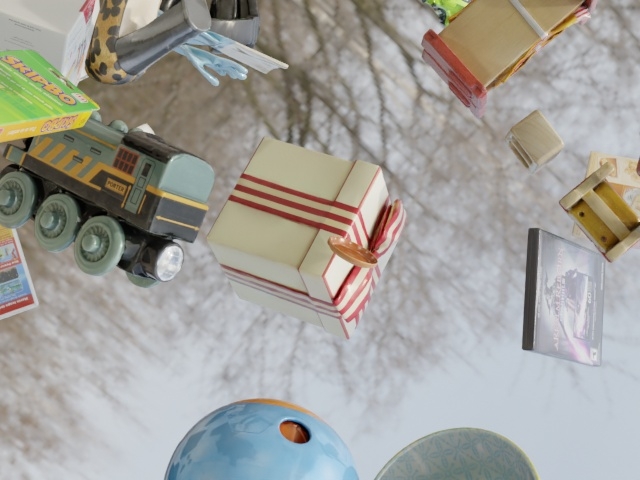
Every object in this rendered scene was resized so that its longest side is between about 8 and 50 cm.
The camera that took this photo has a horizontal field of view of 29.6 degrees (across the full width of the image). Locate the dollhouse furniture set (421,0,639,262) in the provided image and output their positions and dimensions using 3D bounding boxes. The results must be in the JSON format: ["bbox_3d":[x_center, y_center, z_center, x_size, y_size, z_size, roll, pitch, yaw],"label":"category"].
[{"bbox_3d":[0.315,-0.174,1.523,0.201,0.374,0.152,-40,175,2],"label":"dollhouse furniture set"}]

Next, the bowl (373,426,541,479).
[{"bbox_3d":[0.215,0.436,1.782,0.289,0.156,0.289,-20,-137,20],"label":"bowl"}]

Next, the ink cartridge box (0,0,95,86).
[{"bbox_3d":[-0.412,-0.283,1.747,0.128,0.127,0.176,-74,-175,-46],"label":"ink cartridge box"}]

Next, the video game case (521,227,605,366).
[{"bbox_3d":[0.407,0.099,2.004,0.026,0.274,0.196,-2,-101,34],"label":"video game case"}]

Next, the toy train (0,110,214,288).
[{"bbox_3d":[-0.287,-0.066,1.571,0.334,0.142,0.190,25,-88,35],"label":"toy train"}]

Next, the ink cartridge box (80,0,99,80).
[{"bbox_3d":[-0.516,-0.373,1.938,0.306,0.226,0.131,5,-159,14],"label":"ink cartridge box"}]

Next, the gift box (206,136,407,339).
[{"bbox_3d":[0.000,0.000,2.057,0.258,0.276,0.255,18,-110,24],"label":"gift box"}]

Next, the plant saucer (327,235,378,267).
[{"bbox_3d":[0.048,0.020,1.835,0.083,0.083,0.013,-104,-142,-70],"label":"plant saucer"}]

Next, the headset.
[{"bbox_3d":[-0.224,-0.446,2.280,0.394,0.243,0.185,-62,160,-74],"label":"headset"}]

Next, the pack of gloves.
[{"bbox_3d":[-0.195,-0.290,1.885,0.195,0.232,0.046,6,-103,62],"label":"pack of gloves"}]

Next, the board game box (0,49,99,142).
[{"bbox_3d":[-0.372,-0.169,1.403,0.039,0.124,0.259,-54,168,26],"label":"board game box"}]

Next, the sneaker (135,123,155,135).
[{"bbox_3d":[-0.381,-0.095,2.258,0.135,0.150,0.366,-35,-173,39],"label":"sneaker"}]

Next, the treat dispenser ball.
[{"bbox_3d":[-0.084,0.370,1.737,0.288,0.288,0.288,-44,-163,17],"label":"treat dispenser ball"}]

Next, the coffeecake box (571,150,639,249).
[{"bbox_3d":[0.510,-0.057,1.942,0.142,0.185,0.068,90,15,-49],"label":"coffeecake box"}]

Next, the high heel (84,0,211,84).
[{"bbox_3d":[-0.219,-0.311,1.353,0.186,0.093,0.261,-23,-109,37],"label":"high heel"}]

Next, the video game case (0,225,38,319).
[{"bbox_3d":[-0.621,0.012,2.075,0.204,0.285,0.025,-20,-166,-26],"label":"video game case"}]

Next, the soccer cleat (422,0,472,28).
[{"bbox_3d":[0.181,-0.353,1.740,0.060,0.179,0.072,-25,-115,22],"label":"soccer cleat"}]
